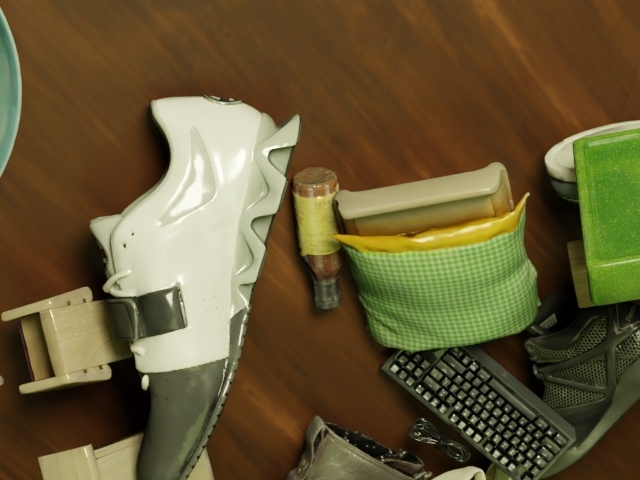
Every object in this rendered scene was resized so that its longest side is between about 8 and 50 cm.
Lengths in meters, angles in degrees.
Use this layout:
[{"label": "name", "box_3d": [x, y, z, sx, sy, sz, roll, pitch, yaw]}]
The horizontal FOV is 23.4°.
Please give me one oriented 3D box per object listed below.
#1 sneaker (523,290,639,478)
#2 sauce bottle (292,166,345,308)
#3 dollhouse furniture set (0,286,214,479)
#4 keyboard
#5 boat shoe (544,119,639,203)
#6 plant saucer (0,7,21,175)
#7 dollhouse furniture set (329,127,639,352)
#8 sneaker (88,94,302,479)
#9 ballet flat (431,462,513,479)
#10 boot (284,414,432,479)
[{"label": "sneaker", "box_3d": [0.229, 0.128, 1.458, 0.130, 0.087, 0.227, 34, 133, 3]}, {"label": "sauce bottle", "box_3d": [0.000, 0.000, 1.335, 0.042, 0.042, 0.128, -11, 119, -12]}, {"label": "dollhouse furniture set", "box_3d": [-0.278, 0.211, 1.345, 0.303, 0.198, 0.286, -15, 88, 21]}, {"label": "keyboard", "box_3d": [0.137, 0.160, 1.430, 0.180, 0.023, 0.108, 40, 107, -2]}, {"label": "boat shoe", "box_3d": [0.347, -0.051, 1.375, 0.319, 0.116, 0.099, -7, 115, -19]}, {"label": "plant saucer", "box_3d": [-0.386, -0.114, 1.153, 0.317, 0.044, 0.317, -8, 119, -14]}, {"label": "dollhouse furniture set", "box_3d": [0.168, 0.046, 1.274, 0.301, 0.151, 0.197, -10, 134, 9]}, {"label": "sneaker", "box_3d": [-0.126, 0.041, 1.257, 0.146, 0.122, 0.330, 14, 87, -9]}, {"label": "ballet flat", "box_3d": [0.158, 0.252, 1.480, 0.231, 0.077, 0.077, -1, 102, -39]}, {"label": "boot", "box_3d": [0.029, 0.303, 1.486, 0.263, 0.091, 0.229, 36, 94, -37]}]
